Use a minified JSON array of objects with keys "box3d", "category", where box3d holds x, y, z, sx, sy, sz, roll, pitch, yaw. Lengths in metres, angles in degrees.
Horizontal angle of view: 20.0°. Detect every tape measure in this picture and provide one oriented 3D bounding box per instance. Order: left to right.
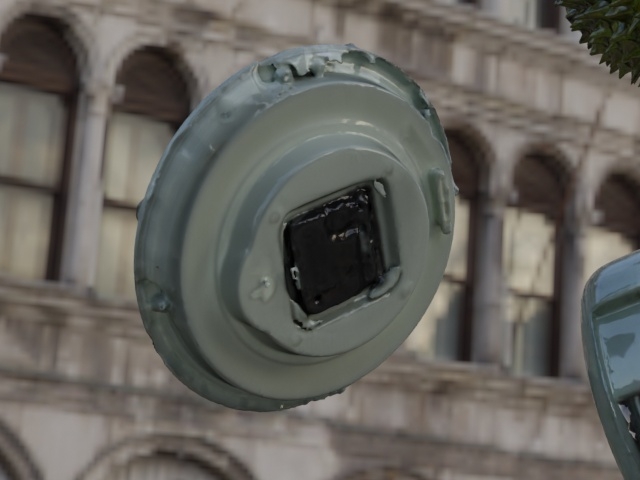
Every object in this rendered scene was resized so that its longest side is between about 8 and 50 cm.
[{"box3d":[0.270,0.113,1.202,0.125,0.246,0.243,-21,5,20],"category":"tape measure"}]

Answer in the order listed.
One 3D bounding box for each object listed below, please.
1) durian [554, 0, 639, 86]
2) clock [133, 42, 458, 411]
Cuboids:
[{"box3d":[0.279,-0.228,1.291,0.225,0.291,0.291,3,-14,17],"category":"durian"},{"box3d":[0.000,0.000,1.094,0.236,0.236,0.053,17,7,-41],"category":"clock"}]
